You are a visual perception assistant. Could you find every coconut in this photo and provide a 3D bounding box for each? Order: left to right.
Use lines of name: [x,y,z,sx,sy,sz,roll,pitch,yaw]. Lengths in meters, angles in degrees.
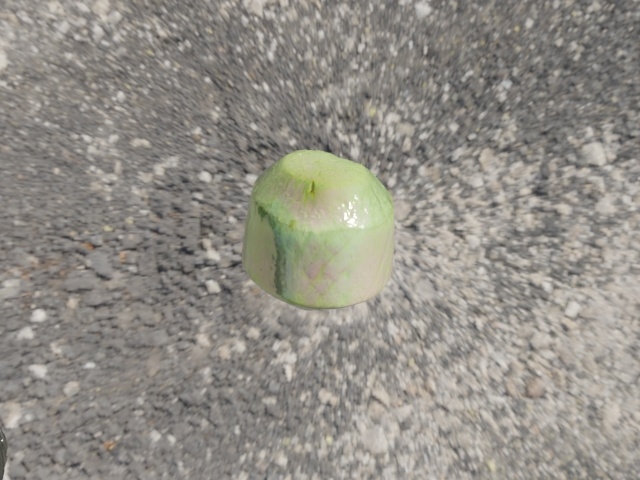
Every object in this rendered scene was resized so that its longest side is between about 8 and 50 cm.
coconut: [0.000,0.000,1.485,0.236,0.204,0.235,-5,122,-9]

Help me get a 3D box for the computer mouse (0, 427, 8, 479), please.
computer mouse: [-0.538,0.316,1.376,0.087,0.295,0.168,7,120,42]
